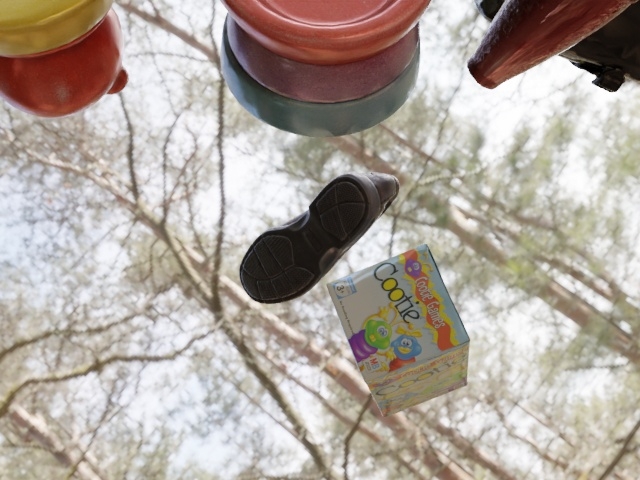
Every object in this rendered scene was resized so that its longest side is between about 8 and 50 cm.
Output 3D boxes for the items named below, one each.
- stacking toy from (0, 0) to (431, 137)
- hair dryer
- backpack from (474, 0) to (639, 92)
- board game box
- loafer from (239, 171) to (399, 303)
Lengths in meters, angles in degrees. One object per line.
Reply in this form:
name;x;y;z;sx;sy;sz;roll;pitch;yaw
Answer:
stacking toy;-0.074;-0.195;0.592;0.130;0.309;0.280;92;-176;-61
hair dryer;0.193;-0.266;0.735;0.080;0.223;0.294;2;-70;-36
backpack;0.269;-0.300;0.917;0.253;0.225;0.191;-90;20;-57
board game box;0.114;0.134;1.217;0.142;0.144;0.275;-22;-22;0
loafer;0.000;0.000;1.247;0.095;0.109;0.302;-20;-14;-46
